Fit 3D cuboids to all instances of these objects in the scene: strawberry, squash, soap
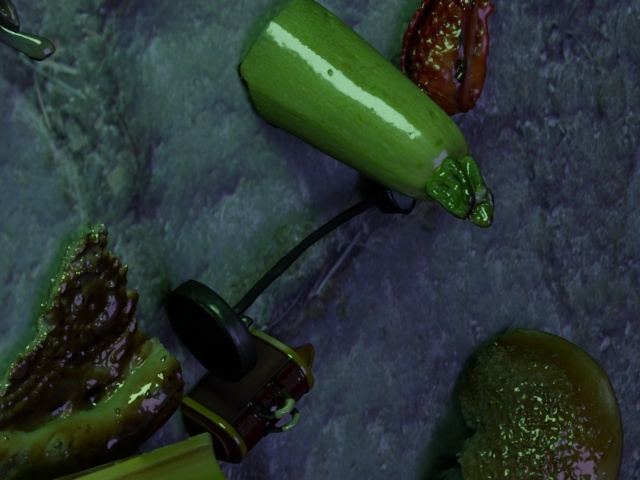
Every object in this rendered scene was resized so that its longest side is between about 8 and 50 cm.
[{"bbox_3d":[0.138,-0.224,1.982,0.121,0.082,0.188,25,75,-71],"label":"strawberry"},{"bbox_3d":[0.064,-0.106,1.818,0.137,0.287,0.137,-50,168,-15],"label":"squash"},{"bbox_3d":[-0.197,0.255,1.713,0.233,0.076,0.135,-16,158,-48],"label":"soap"}]

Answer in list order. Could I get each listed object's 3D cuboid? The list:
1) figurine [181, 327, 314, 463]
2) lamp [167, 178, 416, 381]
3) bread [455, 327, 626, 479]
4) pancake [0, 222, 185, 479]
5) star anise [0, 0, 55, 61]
[{"bbox_3d":[-0.054,0.155,1.875,0.154,0.098,0.082,-43,129,-27],"label":"figurine"},{"bbox_3d":[-0.032,0.004,1.889,0.371,0.108,0.130,-53,127,-44],"label":"lamp"},{"bbox_3d":[0.251,0.261,2.197,0.171,0.192,0.314,40,73,-50],"label":"bread"},{"bbox_3d":[-0.222,0.109,1.688,0.266,0.057,0.244,-11,112,-48],"label":"pancake"},{"bbox_3d":[-0.292,-0.239,1.450,0.209,0.089,0.231,-20,114,-30],"label":"star anise"}]
